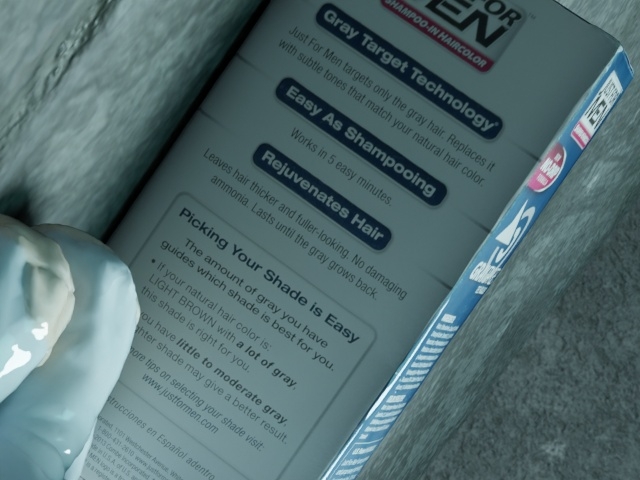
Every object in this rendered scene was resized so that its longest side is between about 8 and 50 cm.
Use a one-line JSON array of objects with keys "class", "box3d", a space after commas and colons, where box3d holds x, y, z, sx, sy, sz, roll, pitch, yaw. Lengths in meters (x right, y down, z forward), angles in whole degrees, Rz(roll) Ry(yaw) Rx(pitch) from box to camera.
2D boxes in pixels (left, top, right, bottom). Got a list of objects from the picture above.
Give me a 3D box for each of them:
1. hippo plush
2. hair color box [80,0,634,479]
[{"class": "hippo plush", "box3d": [-0.118, 0.139, 0.828, 0.234, 0.236, 0.294, -58, 165, 15]}, {"class": "hair color box", "box3d": [0.000, 0.000, 1.015, 0.347, 0.174, 0.105, -55, 166, 5]}]
